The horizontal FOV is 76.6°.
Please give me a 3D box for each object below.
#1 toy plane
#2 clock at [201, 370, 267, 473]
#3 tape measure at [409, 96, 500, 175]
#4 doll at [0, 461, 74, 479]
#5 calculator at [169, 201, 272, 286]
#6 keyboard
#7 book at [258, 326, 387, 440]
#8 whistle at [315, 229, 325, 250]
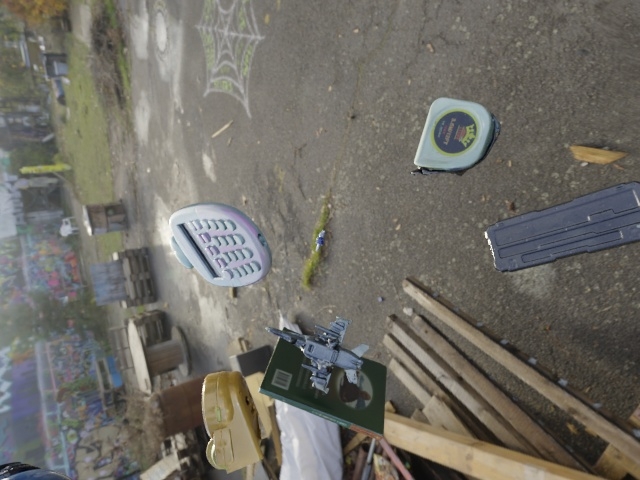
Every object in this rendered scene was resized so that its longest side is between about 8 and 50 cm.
[{"bbox_3d":[-0.018,0.268,1.014,0.088,0.262,0.192,122,167,-87],"label":"toy plane"},{"bbox_3d":[-0.327,0.636,1.483,0.244,0.200,0.317,135,122,-82],"label":"clock"},{"bbox_3d":[0.396,-0.279,1.183,0.207,0.115,0.235,21,104,25],"label":"tape measure"},{"bbox_3d":[-0.472,0.519,0.685,0.240,0.310,0.284,-44,52,8],"label":"doll"},{"bbox_3d":[-0.204,0.011,0.783,0.299,0.041,0.185,-8,119,45],"label":"calculator"},{"bbox_3d":[0.434,-0.017,0.724,0.262,0.016,0.106,-21,67,36],"label":"keyboard"},{"bbox_3d":[0.022,0.422,1.230,0.371,0.260,0.043,22,121,0],"label":"book"},{"bbox_3d":[0.000,0.000,1.497,0.033,0.029,0.083,173,116,-74],"label":"whistle"}]
